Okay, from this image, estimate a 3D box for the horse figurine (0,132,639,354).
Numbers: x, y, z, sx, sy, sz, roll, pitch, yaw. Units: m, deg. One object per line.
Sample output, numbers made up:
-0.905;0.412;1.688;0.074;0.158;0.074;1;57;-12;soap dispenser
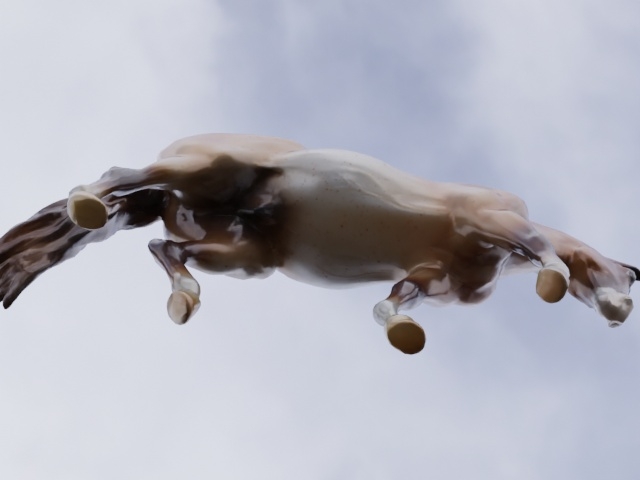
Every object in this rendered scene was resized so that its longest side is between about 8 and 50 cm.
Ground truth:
0.000;0.000;0.769;0.263;0.174;0.066;7;-77;7;horse figurine
